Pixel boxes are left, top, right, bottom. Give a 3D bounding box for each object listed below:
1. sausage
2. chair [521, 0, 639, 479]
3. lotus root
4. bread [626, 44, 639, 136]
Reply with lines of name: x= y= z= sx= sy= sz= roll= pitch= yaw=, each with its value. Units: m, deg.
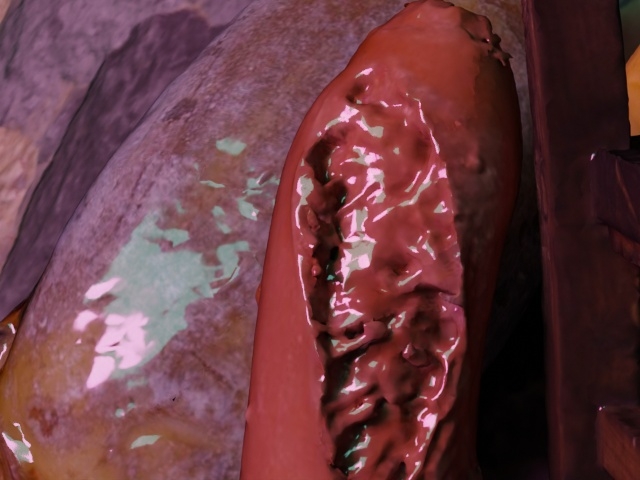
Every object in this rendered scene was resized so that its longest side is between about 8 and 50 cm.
sausage: x=0.013 y=0.091 z=0.550 sx=0.079 sy=0.087 sz=0.327 roll=9 pitch=99 yaw=29
chair: x=0.182 y=0.000 z=0.449 sx=0.240 sy=0.416 sz=0.203 roll=-7 pitch=10 yaw=-6
lotus root: x=0.002 y=0.002 z=0.675 sx=0.349 sy=0.175 sz=0.175 roll=-52 pitch=39 yaw=-9
bread: x=0.227 y=-0.111 z=0.605 sx=0.305 sy=0.091 sz=0.142 roll=-44 pitch=35 yaw=8
